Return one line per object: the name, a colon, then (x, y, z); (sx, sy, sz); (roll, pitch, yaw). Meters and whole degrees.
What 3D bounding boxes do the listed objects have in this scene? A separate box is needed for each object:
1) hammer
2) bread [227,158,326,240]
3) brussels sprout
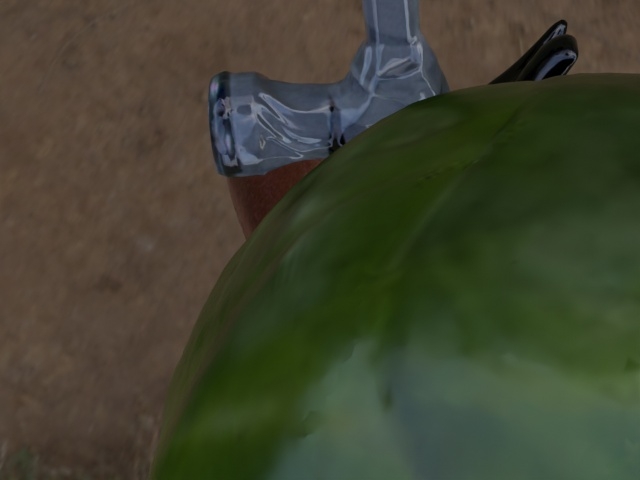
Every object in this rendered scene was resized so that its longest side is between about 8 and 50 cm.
hammer: (0.004, -0.209, 0.691); (0.152, 0.044, 0.427); (-6, 122, 6)
bread: (-0.001, 0.000, 0.934); (0.067, 0.192, 0.119); (-22, 136, 1)
brussels sprout: (0.087, 0.106, 0.657); (0.289, 0.281, 0.355); (-2, 132, 13)
